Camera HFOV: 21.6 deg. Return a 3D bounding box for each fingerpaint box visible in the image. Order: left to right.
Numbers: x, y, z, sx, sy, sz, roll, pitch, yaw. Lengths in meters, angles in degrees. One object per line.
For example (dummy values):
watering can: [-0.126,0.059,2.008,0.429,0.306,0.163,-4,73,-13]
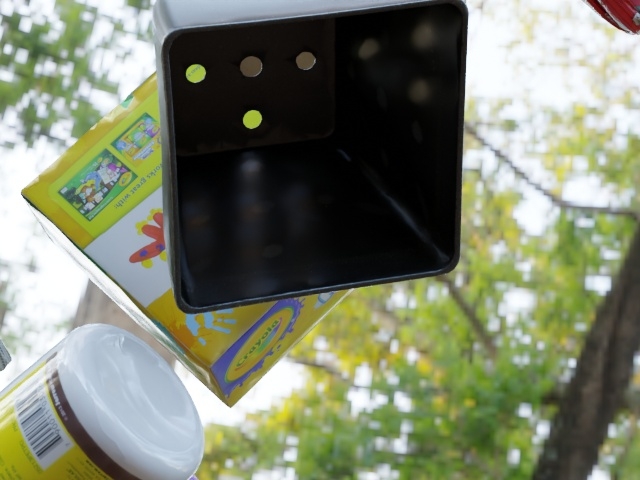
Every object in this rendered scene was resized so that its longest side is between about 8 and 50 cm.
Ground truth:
fingerpaint box: [-0.098,-0.068,2.210,0.371,0.445,0.163,40,-15,22]

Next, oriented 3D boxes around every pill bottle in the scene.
pill bottle: [-0.184,0.156,1.057,0.215,0.117,0.117,-39,-51,21]

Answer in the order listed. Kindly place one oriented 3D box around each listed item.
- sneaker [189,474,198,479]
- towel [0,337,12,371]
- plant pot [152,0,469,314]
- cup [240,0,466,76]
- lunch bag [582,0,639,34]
sneaker: [-0.173,0.287,1.388,0.095,0.236,0.104,33,-19,10]
towel: [-0.537,0.089,1.817,0.324,0.056,0.312,-26,-58,-11]
plant pot: [-0.025,-0.084,1.082,0.188,0.167,0.187,-9,-62,-16]
cup: [0.029,-0.309,1.847,0.237,0.331,0.331,-11,-35,11]
lunch bag: [0.250,-0.340,1.665,0.120,0.258,0.293,-42,-74,9]
